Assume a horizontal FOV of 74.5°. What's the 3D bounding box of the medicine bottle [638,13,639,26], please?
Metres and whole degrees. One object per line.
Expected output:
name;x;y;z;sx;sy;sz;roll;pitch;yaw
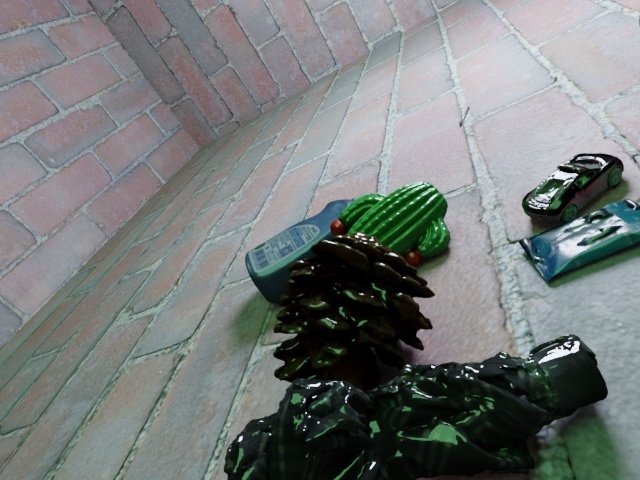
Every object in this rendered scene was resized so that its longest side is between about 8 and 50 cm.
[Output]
medicine bottle;0.583;-0.343;0.674;0.095;0.119;0.188;-21;29;33

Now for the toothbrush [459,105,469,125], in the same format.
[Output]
toothbrush;0.343;-0.299;1.004;0.006;0.008;0.097;3;42;31

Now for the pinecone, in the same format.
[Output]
pinecone;0.030;0.093;0.499;0.204;0.184;0.179;-51;12;-15

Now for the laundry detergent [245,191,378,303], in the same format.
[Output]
laundry detergent;0.000;0.000;0.807;0.290;0.094;0.143;-30;24;0

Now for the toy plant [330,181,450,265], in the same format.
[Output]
toy plant;0.094;-0.013;0.695;0.241;0.088;0.154;-19;58;14

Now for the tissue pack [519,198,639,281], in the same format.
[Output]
tissue pack;0.323;-0.007;0.510;0.138;0.028;0.085;-29;27;18

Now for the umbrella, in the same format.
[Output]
umbrella;0.085;0.185;0.368;0.337;0.154;0.128;-10;-2;5

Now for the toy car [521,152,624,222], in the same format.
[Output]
toy car;0.342;-0.078;0.576;0.142;0.055;0.069;-38;30;-5
